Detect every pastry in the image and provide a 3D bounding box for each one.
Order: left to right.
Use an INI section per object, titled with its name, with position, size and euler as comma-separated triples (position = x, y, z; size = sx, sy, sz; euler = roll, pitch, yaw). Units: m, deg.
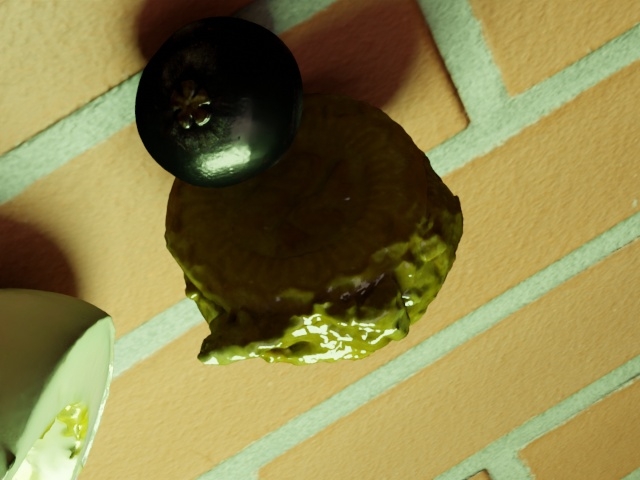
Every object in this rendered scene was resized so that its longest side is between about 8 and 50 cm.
[pastry]
position = 0.000, 0.000, 1.338
size = 0.240, 0.235, 0.132
euler = -18, 147, 2

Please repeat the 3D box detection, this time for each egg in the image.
[egg]
position = -0.284, 0.129, 1.360
size = 0.271, 0.162, 0.206
euler = 30, 82, -84

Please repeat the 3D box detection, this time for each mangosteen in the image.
[mangosteen]
position = -0.072, -0.110, 1.265
size = 0.137, 0.137, 0.151
euler = -46, 175, 21
